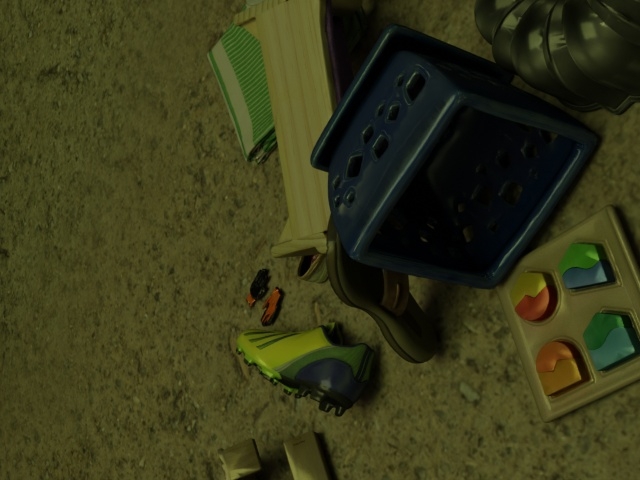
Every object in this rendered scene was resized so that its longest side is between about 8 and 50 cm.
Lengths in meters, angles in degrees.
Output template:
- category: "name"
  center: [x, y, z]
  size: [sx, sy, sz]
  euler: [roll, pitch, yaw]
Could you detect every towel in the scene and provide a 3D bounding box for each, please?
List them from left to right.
- category: "towel"
  center: [-0.061, -0.306, 1.785]
  size: [0.325, 0.038, 0.248]
  euler: [-47, 53, 40]

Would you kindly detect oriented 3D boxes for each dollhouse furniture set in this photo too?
- category: "dollhouse furniture set"
  center: [-0.046, 0.364, 1.745]
  size: [0.151, 0.123, 0.144]
  euler: [-24, 65, 11]

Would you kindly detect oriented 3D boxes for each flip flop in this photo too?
- category: "flip flop"
  center: [0.088, 0.055, 1.430]
  size: [0.080, 0.277, 0.112]
  euler: [-17, 42, 27]

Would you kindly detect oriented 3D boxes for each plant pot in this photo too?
- category: "plant pot"
  center: [0.137, -0.107, 1.359]
  size: [0.236, 0.236, 0.212]
  euler: [-58, 40, 24]

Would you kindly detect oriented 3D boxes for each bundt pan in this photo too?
- category: "bundt pan"
  center: [0.289, -0.307, 1.272]
  size: [0.331, 0.124, 0.330]
  euler: [-2, 87, 51]

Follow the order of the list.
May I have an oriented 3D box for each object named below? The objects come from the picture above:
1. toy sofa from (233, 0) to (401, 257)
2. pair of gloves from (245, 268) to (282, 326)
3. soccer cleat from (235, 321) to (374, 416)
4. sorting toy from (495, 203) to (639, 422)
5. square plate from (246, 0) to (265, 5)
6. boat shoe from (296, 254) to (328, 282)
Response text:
- category: "toy sofa"
  center: [0.016, -0.162, 1.564]
  size: [0.177, 0.150, 0.362]
  euler: [-16, 82, 45]
- category: "pair of gloves"
  center: [-0.088, 0.090, 1.824]
  size: [0.083, 0.010, 0.074]
  euler: [55, 130, 41]
- category: "soccer cleat"
  center: [-0.021, 0.168, 1.696]
  size: [0.289, 0.093, 0.121]
  euler: [16, 70, 55]
- category: "sorting toy"
  center: [0.289, 0.087, 1.322]
  size: [0.208, 0.038, 0.193]
  euler: [-39, 59, 44]
- category: "square plate"
  center: [0.005, -0.523, 1.657]
  size: [0.347, 0.049, 0.344]
  euler: [6, 83, 54]
- category: "boat shoe"
  center: [0.000, 0.000, 1.687]
  size: [0.050, 0.045, 0.135]
  euler: [31, 113, 48]
